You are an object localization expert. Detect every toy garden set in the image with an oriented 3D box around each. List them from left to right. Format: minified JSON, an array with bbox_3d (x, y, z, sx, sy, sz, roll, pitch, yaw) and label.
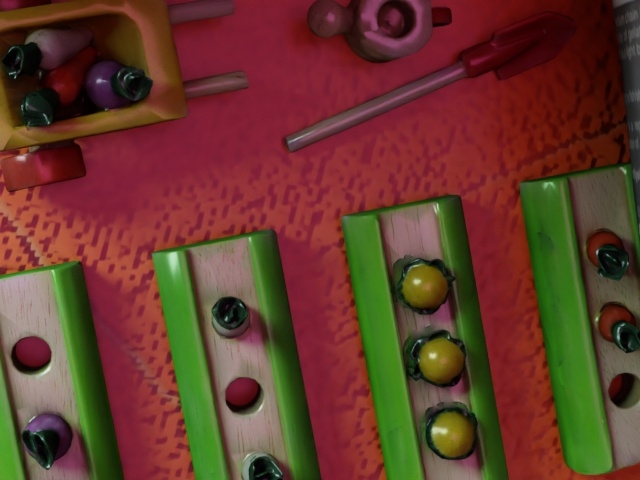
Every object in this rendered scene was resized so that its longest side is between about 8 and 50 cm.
[{"bbox_3d":[0.000,0.000,0.444,0.244,0.049,0.204,-11,95,-9],"label":"toy garden set"}]

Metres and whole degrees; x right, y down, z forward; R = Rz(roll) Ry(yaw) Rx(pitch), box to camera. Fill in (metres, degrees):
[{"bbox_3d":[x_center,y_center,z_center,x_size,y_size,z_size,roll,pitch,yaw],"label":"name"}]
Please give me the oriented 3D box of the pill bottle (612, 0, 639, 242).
[{"bbox_3d":[0.172,-0.083,0.412,0.162,0.162,0.278,-8,94,-9],"label":"pill bottle"}]
